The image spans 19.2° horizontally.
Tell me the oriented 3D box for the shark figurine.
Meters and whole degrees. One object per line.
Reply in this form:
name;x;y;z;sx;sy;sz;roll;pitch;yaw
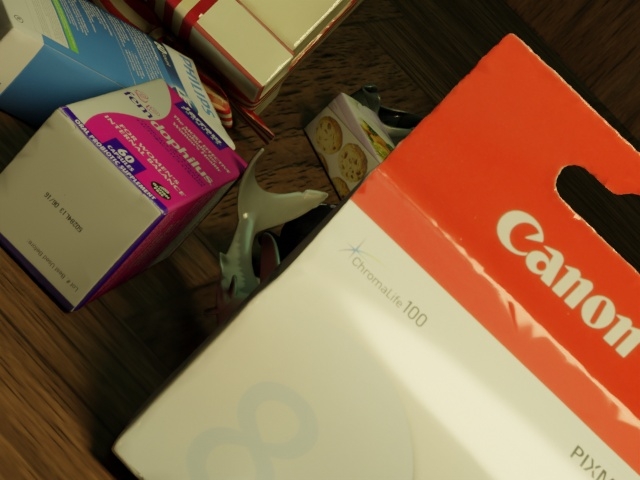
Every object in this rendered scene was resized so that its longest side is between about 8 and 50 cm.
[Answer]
shark figurine;-0.027;0.057;1.458;0.116;0.166;0.278;29;15;-23

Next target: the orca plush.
orca plush;0.000;0.000;1.707;0.102;0.151;0.287;26;13;12

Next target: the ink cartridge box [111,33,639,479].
ink cartridge box;0.102;0.104;1.266;0.308;0.385;0.091;44;9;-4

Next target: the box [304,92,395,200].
box;0.074;-0.030;1.998;0.063;0.067;0.324;27;27;-41

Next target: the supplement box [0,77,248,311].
supplement box;-0.156;-0.041;1.460;0.111;0.114;0.220;45;17;3

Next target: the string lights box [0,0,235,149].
string lights box;-0.203;-0.144;1.631;0.260;0.077;0.133;28;25;-42

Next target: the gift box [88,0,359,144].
gift box;-0.075;-0.260;1.855;0.255;0.258;0.276;43;-9;5

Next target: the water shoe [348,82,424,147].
water shoe;0.105;-0.101;2.188;0.203;0.080;0.073;35;21;-27
